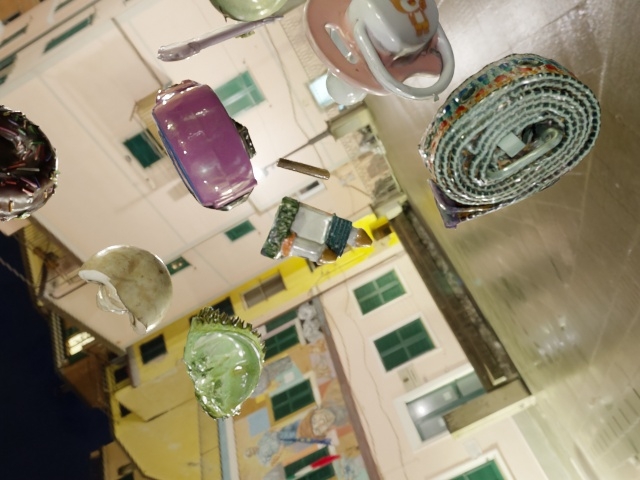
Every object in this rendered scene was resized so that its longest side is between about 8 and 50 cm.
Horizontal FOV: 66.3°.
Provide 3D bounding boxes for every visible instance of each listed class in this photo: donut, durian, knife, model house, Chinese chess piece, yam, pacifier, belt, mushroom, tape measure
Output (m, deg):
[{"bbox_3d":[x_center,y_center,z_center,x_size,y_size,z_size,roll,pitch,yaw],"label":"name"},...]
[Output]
[{"bbox_3d":[-0.589,-0.148,0.875,0.235,0.089,0.235,26,-132,-32],"label":"donut"},{"bbox_3d":[-0.253,0.340,1.333,0.198,0.163,0.394,-54,-32,-55],"label":"durian"},{"bbox_3d":[-0.233,-0.479,1.154,0.398,0.132,0.038,-46,-46,-44],"label":"knife"},{"bbox_3d":[0.000,0.000,1.461,0.300,0.190,0.271,17,179,3],"label":"model house"},{"bbox_3d":[-0.175,-0.632,1.168,0.238,0.237,0.092,64,-179,22],"label":"Chinese chess piece"},{"bbox_3d":[-0.044,-0.189,1.295,0.145,0.032,0.032,13,-155,-15],"label":"yam"},{"bbox_3d":[0.105,-0.372,0.928,0.273,0.332,0.220,14,125,47],"label":"pacifier"},{"bbox_3d":[0.301,-0.169,0.822,0.207,0.295,0.160,50,-158,-29],"label":"belt"},{"bbox_3d":[-0.518,0.122,1.356,0.254,0.195,0.189,55,-130,-12],"label":"mushroom"},{"bbox_3d":[-0.222,-0.188,0.948,0.245,0.149,0.231,53,165,36],"label":"tape measure"}]

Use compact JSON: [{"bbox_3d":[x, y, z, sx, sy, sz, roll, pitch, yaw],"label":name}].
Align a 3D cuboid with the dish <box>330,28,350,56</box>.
[{"bbox_3d":[0.158,-0.638,1.499,0.106,0.316,0.316,23,163,32],"label":"dish"}]
